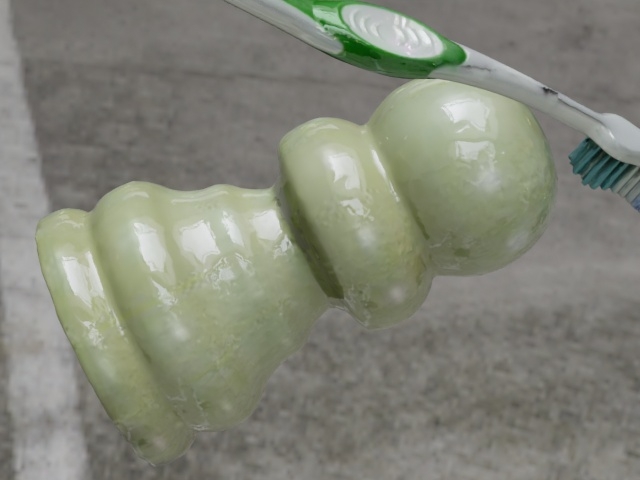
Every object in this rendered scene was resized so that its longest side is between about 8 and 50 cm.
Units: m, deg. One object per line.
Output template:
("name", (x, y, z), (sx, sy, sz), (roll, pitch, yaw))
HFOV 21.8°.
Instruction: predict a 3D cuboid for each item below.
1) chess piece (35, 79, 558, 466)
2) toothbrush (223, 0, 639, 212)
("chess piece", (0.000, 0.000, 0.852), (0.251, 0.144, 0.144), (-25, 31, 4))
("toothbrush", (0.016, -0.075, 0.592), (0.304, 0.030, 0.030), (23, 20, -28))
